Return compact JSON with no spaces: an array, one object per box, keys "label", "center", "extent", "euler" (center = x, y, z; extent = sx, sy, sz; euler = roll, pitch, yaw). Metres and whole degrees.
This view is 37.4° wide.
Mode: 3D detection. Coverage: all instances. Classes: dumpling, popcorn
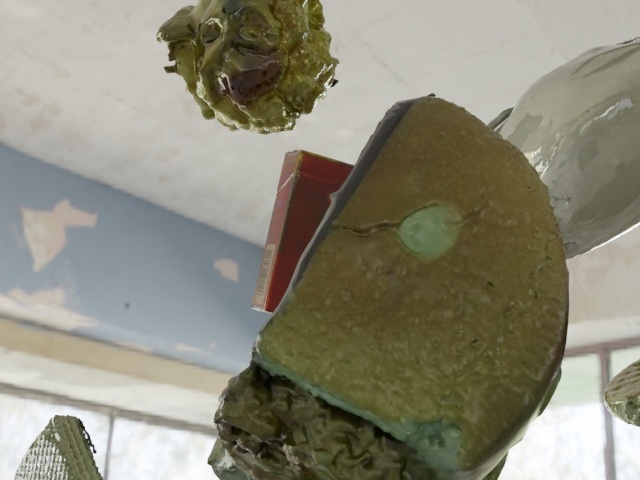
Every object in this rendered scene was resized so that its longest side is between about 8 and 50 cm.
[{"label":"dumpling","center":[0.293,-0.126,1.011],"extent":[0.181,0.260,0.341],"euler":[20,-63,-21]},{"label":"popcorn","center":[-0.083,-0.236,1.165],"extent":[0.189,0.218,0.169],"euler":[-13,-9,24]}]

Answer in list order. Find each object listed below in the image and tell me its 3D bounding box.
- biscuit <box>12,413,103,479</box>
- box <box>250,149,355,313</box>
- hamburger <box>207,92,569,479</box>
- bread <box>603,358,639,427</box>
[{"label":"biscuit","center":[-0.253,0.304,0.927],"extent":[0.052,0.252,0.150],"euler":[21,-68,-41]},{"label":"box","center":[0.001,0.001,1.821],"extent":[0.198,0.313,0.089],"euler":[14,-3,-22]},{"label":"hamburger","center":[0.056,0.069,0.594],"extent":[0.192,0.288,0.167],"euler":[33,-23,-1]},{"label":"bread","center":[0.393,0.084,0.820],"extent":[0.287,0.056,0.207],"euler":[-26,4,40]}]
